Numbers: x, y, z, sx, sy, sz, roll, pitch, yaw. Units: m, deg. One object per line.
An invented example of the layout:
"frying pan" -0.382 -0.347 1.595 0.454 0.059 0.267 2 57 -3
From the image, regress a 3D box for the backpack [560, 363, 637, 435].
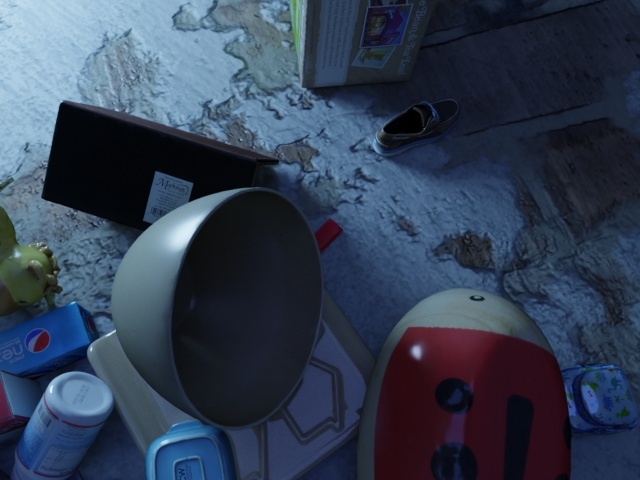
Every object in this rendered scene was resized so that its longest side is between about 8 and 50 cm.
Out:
"backpack" 0.402 0.237 0.838 0.114 0.084 0.105 -5 67 -2

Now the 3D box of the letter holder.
"letter holder" -0.241 -0.105 0.909 0.302 0.214 0.152 17 101 3

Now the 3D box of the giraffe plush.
"giraffe plush" -0.472 0.038 0.823 0.170 0.181 0.210 44 90 0

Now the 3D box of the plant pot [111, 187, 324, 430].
"plant pot" -0.150 0.074 0.713 0.191 0.284 0.284 4 65 32

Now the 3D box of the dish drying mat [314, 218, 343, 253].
"dish drying mat" 0.000 0.000 0.943 0.032 0.008 0.083 41 72 12

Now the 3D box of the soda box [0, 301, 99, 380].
"soda box" -0.440 0.169 0.821 0.210 0.067 0.071 -23 73 -11

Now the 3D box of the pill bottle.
"pill bottle" -0.346 0.259 0.741 0.087 0.087 0.160 38 107 10

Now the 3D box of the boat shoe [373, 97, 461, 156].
"boat shoe" 0.181 -0.210 1.002 0.183 0.066 0.066 -31 74 -14

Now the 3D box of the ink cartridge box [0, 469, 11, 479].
"ink cartridge box" -0.443 0.330 0.699 0.104 0.181 0.061 31 71 8

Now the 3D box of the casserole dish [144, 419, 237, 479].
"casserole dish" -0.161 0.323 0.707 0.114 0.037 0.188 -8 68 -12

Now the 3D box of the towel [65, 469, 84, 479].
"towel" -0.360 0.355 0.787 0.060 0.009 0.083 -29 74 -13

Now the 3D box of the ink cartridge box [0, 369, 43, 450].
"ink cartridge box" -0.481 0.254 0.755 0.175 0.127 0.072 -25 72 -12

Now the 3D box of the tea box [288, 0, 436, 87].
"tea box" 0.059 -0.494 0.962 0.220 0.329 0.323 -6 69 -6

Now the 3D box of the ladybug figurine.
"ladybug figurine" 0.208 0.270 0.741 0.305 0.162 0.449 18 67 -16

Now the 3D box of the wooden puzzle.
"wooden puzzle" -0.109 0.199 0.830 0.348 0.080 0.322 -31 74 -19
